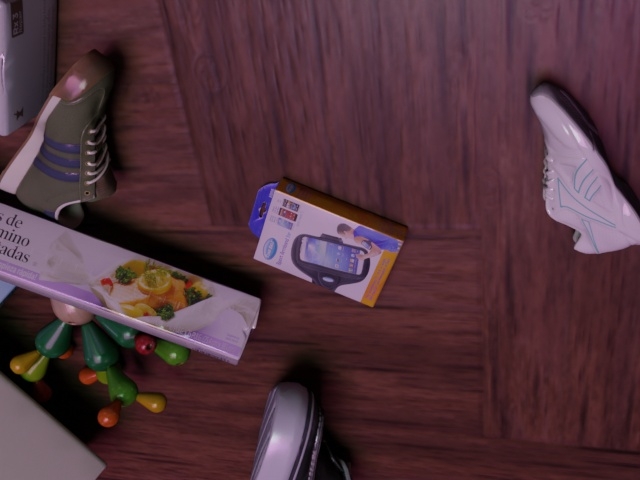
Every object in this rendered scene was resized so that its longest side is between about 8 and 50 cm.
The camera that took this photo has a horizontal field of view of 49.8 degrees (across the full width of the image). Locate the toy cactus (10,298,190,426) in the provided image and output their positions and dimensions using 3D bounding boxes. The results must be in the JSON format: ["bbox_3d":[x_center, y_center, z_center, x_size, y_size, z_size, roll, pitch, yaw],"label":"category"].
[{"bbox_3d":[-0.250,0.104,0.726,0.219,0.112,0.180,-7,110,31],"label":"toy cactus"}]

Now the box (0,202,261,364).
[{"bbox_3d":[-0.216,0.033,0.652,0.324,0.063,0.067,20,162,-2],"label":"box"}]

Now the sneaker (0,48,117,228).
[{"bbox_3d":[-0.210,-0.078,0.611,0.086,0.064,0.192,42,129,-13],"label":"sneaker"}]

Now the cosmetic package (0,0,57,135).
[{"bbox_3d":[-0.341,-0.184,0.568,0.231,0.085,0.117,19,125,2],"label":"cosmetic package"}]

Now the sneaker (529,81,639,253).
[{"bbox_3d":[0.189,-0.047,0.516,0.061,0.053,0.152,-25,113,31],"label":"sneaker"}]

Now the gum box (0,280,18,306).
[{"bbox_3d":[-0.407,0.046,0.679,0.157,0.184,0.041,41,158,-10],"label":"gum box"}]

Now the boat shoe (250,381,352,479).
[{"bbox_3d":[-0.017,0.271,0.759,0.119,0.121,0.335,10,135,1],"label":"boat shoe"}]

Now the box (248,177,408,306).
[{"bbox_3d":[0.000,0.000,0.618,0.136,0.028,0.081,21,126,1],"label":"box"}]

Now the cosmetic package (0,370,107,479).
[{"bbox_3d":[-0.407,0.194,0.781,0.309,0.113,0.160,46,150,-15],"label":"cosmetic package"}]
